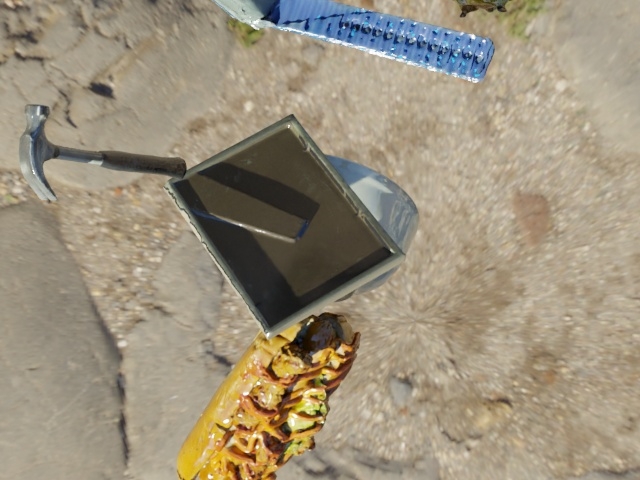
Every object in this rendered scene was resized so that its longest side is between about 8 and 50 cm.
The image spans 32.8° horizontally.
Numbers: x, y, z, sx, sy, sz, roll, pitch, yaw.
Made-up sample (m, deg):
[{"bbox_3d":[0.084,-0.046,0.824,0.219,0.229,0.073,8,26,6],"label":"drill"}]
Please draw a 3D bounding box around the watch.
[{"bbox_3d":[0.010,-0.263,1.180,0.274,0.276,0.068,10,77,44],"label":"watch"}]

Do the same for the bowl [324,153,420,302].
[{"bbox_3d":[0.000,0.000,1.613,0.277,0.277,0.145,12,65,6],"label":"bowl"}]

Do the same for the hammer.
[{"bbox_3d":[-0.247,-0.089,1.276,0.029,0.246,0.103,4,88,38],"label":"hammer"}]

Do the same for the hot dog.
[{"bbox_3d":[-0.069,0.240,1.513,0.349,0.158,0.117,-55,41,26],"label":"hot dog"}]

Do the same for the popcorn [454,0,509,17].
[{"bbox_3d":[0.264,-0.440,1.781,0.148,0.167,0.152,-9,90,8],"label":"popcorn"}]

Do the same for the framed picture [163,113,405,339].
[{"bbox_3d":[-0.052,-0.027,1.451,0.213,0.016,0.289,-30,59,-13],"label":"framed picture"}]
